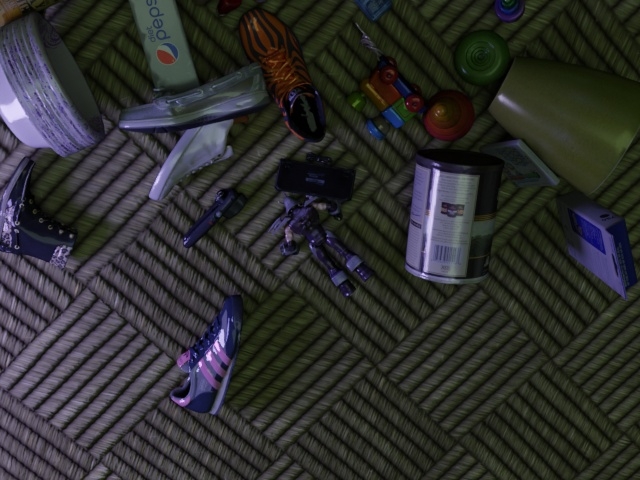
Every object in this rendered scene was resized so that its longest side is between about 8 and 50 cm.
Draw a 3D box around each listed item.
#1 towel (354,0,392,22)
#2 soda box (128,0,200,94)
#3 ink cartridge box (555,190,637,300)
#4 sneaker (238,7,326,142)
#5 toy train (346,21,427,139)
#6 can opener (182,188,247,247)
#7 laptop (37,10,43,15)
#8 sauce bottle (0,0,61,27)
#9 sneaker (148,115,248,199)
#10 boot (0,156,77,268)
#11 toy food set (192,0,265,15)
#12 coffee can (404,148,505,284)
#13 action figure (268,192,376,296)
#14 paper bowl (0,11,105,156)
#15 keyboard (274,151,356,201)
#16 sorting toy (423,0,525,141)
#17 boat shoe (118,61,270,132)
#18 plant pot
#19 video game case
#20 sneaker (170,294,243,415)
[{"bbox_3d":[0.103,-0.549,1.790,0.067,0.029,0.119,-42,107,5],"label":"towel"},{"bbox_3d":[-0.341,-0.454,1.726,0.098,0.091,0.286,-16,108,-4],"label":"soda box"},{"bbox_3d":[0.649,0.004,1.869,0.065,0.333,0.165,-18,109,1],"label":"ink cartridge box"},{"bbox_3d":[-0.066,-0.355,1.746,0.124,0.180,0.321,-32,108,2],"label":"sneaker"},{"bbox_3d":[0.113,-0.353,1.821,0.143,0.105,0.248,-40,108,19],"label":"toy train"},{"bbox_3d":[-0.253,-0.050,1.875,0.186,0.059,0.073,-43,108,6],"label":"can opener"},{"bbox_3d":[-0.722,-0.554,1.687,0.264,0.136,0.234,20,104,13],"label":"laptop"},{"bbox_3d":[-0.572,-0.527,1.633,0.344,0.111,0.111,-32,109,-16],"label":"sauce bottle"},{"bbox_3d":[-0.268,-0.189,1.807,0.123,0.106,0.290,36,98,-13],"label":"sneaker"},{"bbox_3d":[-0.626,-0.057,1.812,0.178,0.085,0.236,21,109,-15],"label":"boot"},{"bbox_3d":[-0.197,-0.549,1.733,0.232,0.104,0.111,-13,95,-22],"label":"toy food set"},{"bbox_3d":[0.307,-0.060,1.874,0.201,0.201,0.275,2,107,-8],"label":"coffee can"},{"bbox_3d":[0.000,0.000,1.908,0.185,0.099,0.285,-39,94,12],"label":"action figure"},{"bbox_3d":[-0.569,-0.304,1.639,0.148,0.284,0.284,-24,108,0],"label":"paper bowl"},{"bbox_3d":[-0.010,-0.151,1.872,0.180,0.023,0.108,9,74,2],"label":"keyboard"},{"bbox_3d":[0.341,-0.394,1.799,0.127,0.126,0.366,32,102,13],"label":"sorting toy"},{"bbox_3d":[-0.269,-0.293,1.693,0.320,0.118,0.103,-13,92,-4],"label":"boat shoe"},{"bbox_3d":[0.539,-0.291,1.827,0.293,0.275,0.275,28,102,4],"label":"plant pot"},{"bbox_3d":[0.463,-0.177,1.886,0.143,0.157,0.019,41,78,-17],"label":"video game case"},{"bbox_3d":[-0.272,0.272,1.942,0.131,0.112,0.319,13,103,-14],"label":"sneaker"}]
